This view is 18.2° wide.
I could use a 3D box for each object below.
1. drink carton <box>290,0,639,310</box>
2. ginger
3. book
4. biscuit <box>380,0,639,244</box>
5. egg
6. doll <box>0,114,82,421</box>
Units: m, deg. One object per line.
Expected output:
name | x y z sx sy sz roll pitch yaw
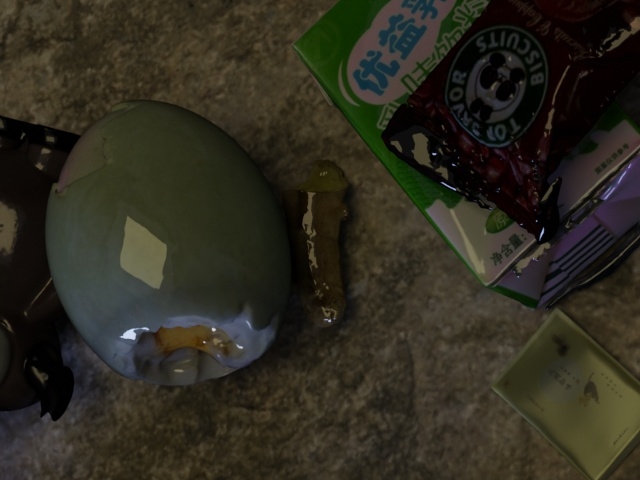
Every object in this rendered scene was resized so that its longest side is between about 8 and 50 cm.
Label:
drink carton | 0.119 -0.088 1.457 0.161 0.108 0.271 -42 62 9
ginger | -0.004 0.000 1.535 0.057 0.044 0.137 -3 78 8
book | 0.183 0.111 1.429 0.111 0.014 0.077 44 99 28
biscuit | 0.158 -0.122 1.352 0.235 0.063 0.151 -54 50 7
egg | -0.117 -0.006 1.516 0.183 0.183 0.217 -22 62 21
doll | -0.257 0.030 1.610 0.182 0.117 0.257 14 84 34
